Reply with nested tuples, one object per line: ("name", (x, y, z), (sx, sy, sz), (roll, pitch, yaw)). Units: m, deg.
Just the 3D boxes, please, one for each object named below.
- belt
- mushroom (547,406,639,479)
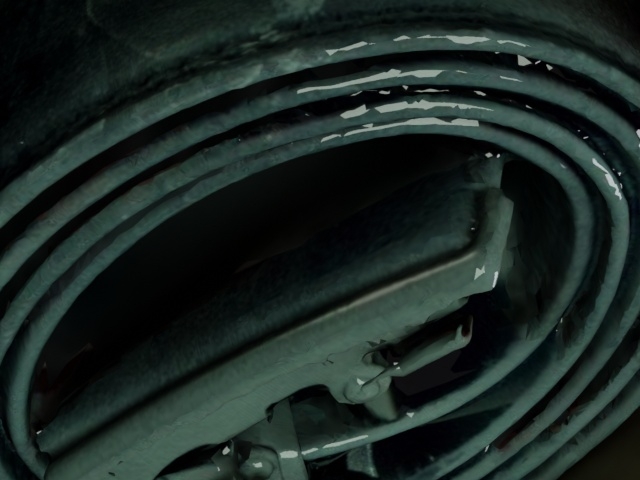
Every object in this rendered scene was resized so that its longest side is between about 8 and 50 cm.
("belt", (0.000, 0.000, 0.509), (0.206, 0.116, 0.267), (30, 123, -33))
("mushroom", (0.198, 0.190, 0.593), (0.362, 0.294, 0.362), (-17, 128, -23))
